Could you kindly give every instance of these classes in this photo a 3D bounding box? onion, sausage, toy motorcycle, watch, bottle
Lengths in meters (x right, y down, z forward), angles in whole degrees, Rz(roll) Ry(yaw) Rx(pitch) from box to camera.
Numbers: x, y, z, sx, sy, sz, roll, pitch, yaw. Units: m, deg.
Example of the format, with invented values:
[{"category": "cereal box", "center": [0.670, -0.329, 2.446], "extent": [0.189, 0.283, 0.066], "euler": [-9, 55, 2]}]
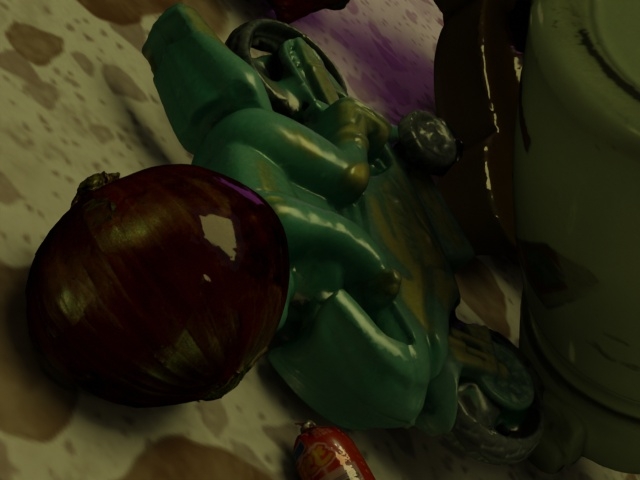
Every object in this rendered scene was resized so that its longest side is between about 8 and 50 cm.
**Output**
[{"category": "onion", "center": [-0.066, 0.016, 0.635], "extent": [0.118, 0.118, 0.117], "euler": [49, 28, -1]}, {"category": "sausage", "center": [0.022, 0.138, 0.688], "extent": [0.034, 0.034, 0.129], "euler": [6, 48, -57]}, {"category": "toy motorcycle", "center": [-0.001, -0.002, 0.792], "extent": [0.198, 0.109, 0.296], "euler": [-1, 56, -48]}, {"category": "watch", "center": [0.262, -0.142, 1.073], "extent": [0.314, 0.327, 0.335], "euler": [3, 72, -56]}, {"category": "bottle", "center": [0.214, -0.001, 0.837], "extent": [0.351, 0.229, 0.229], "euler": [87, -14, -51]}]

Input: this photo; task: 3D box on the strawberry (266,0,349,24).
[{"category": "strawberry", "center": [-0.016, -0.258, 1.049], "extent": [0.201, 0.184, 0.187], "euler": [31, 25, -15]}]
